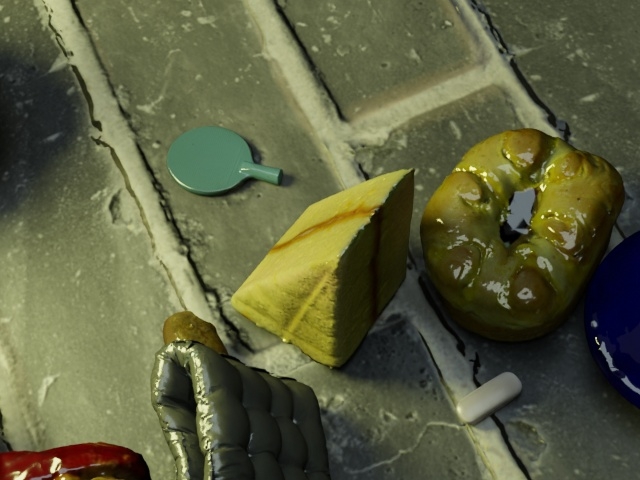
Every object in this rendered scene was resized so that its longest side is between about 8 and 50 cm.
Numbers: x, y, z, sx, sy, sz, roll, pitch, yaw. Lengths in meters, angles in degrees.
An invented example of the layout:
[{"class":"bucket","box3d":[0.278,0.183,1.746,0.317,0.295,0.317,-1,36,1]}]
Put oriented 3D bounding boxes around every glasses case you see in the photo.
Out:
[{"class":"glasses case","box3d":[0.195,0.182,1.701,0.083,0.021,0.032,-32,61,-13]}]

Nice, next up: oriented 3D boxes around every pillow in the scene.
[{"class":"pillow","box3d":[-0.072,0.274,1.558,0.101,0.228,0.326,-25,57,30]}]

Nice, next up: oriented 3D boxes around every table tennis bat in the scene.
[{"class":"table tennis bat","box3d":[-0.123,-0.098,1.886,0.155,0.019,0.100,13,62,13]}]

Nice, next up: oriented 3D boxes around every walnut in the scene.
[{"class":"walnut","box3d":[-0.281,0.308,1.542,0.269,0.244,0.221,-20,60,-7]}]

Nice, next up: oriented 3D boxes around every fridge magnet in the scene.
[{"class":"fridge magnet","box3d":[0.434,0.095,1.679,0.265,0.112,0.265,-2,60,4]}]

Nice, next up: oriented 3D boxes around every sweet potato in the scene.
[{"class":"sweet potato","box3d":[-0.125,0.183,1.698,0.077,0.077,0.243,-19,60,-6]}]

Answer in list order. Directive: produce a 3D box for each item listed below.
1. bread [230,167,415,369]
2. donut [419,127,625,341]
[{"class":"bread","box3d":[0.001,-0.001,1.685,0.163,0.264,0.167,30,62,18]},{"class":"donut","box3d":[0.233,-0.008,1.744,0.208,0.128,0.261,31,68,21]}]
